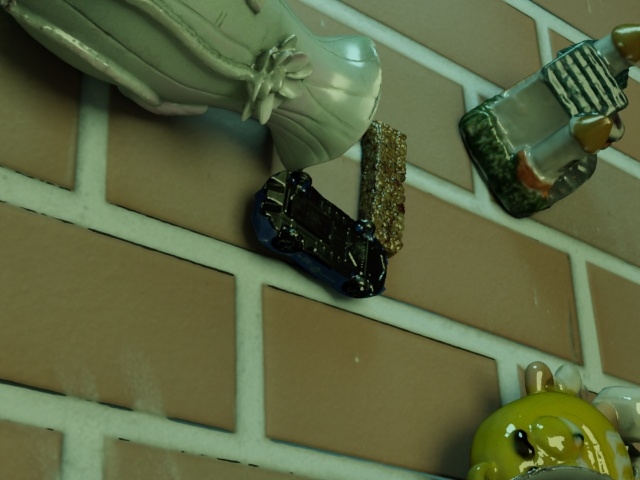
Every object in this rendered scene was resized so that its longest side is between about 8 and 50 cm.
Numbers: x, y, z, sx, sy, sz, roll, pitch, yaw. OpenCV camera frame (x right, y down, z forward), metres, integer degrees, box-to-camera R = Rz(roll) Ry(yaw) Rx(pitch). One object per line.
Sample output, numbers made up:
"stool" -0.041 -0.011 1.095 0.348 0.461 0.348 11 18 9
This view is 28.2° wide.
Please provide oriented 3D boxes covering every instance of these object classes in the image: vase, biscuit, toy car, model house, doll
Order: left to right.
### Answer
"vase" -0.130 -0.243 1.412 0.445 0.250 0.249 29 51 -38
"toy car" 0.000 0.000 1.534 0.216 0.063 0.103 36 47 -36
"biscuit" 0.082 -0.070 1.677 0.064 0.034 0.199 30 51 -34
"doll" 0.340 0.317 1.653 0.348 0.161 0.423 58 34 -12
"model house" 0.397 -0.198 1.888 0.271 0.301 0.190 -27 83 -49

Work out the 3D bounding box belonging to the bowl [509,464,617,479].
"bowl" 0.209 0.405 1.394 0.346 0.157 0.345 -1 92 -29
